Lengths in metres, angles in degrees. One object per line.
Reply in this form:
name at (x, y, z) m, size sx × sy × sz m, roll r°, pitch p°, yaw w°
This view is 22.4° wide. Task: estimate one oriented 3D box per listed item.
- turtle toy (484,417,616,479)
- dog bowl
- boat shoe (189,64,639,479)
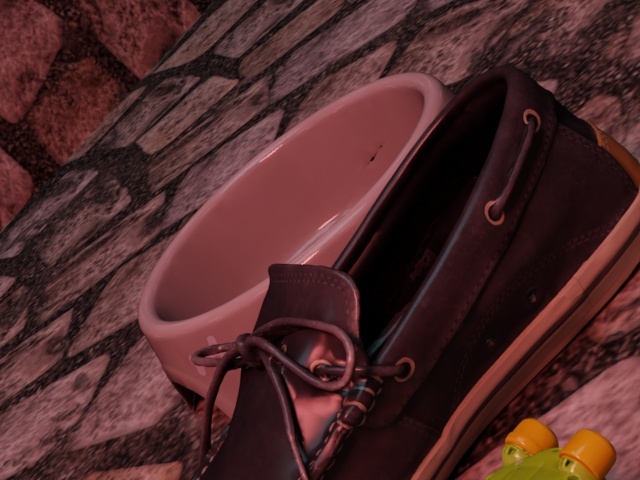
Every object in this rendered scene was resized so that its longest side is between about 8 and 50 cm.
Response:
turtle toy at (0.116, 0.144, 0.788) m, size 0.095 × 0.066 × 0.130 m, roll -47°, pitch 20°, yaw -19°
dog bowl at (0.000, 0.000, 1.292) m, size 0.349 × 0.102 × 0.349 m, roll -36°, pitch 19°, yaw 15°
boat shoe at (0.009, 0.088, 0.992) m, size 0.500 × 0.156 × 0.187 m, roll -47°, pitch 21°, yaw -16°
